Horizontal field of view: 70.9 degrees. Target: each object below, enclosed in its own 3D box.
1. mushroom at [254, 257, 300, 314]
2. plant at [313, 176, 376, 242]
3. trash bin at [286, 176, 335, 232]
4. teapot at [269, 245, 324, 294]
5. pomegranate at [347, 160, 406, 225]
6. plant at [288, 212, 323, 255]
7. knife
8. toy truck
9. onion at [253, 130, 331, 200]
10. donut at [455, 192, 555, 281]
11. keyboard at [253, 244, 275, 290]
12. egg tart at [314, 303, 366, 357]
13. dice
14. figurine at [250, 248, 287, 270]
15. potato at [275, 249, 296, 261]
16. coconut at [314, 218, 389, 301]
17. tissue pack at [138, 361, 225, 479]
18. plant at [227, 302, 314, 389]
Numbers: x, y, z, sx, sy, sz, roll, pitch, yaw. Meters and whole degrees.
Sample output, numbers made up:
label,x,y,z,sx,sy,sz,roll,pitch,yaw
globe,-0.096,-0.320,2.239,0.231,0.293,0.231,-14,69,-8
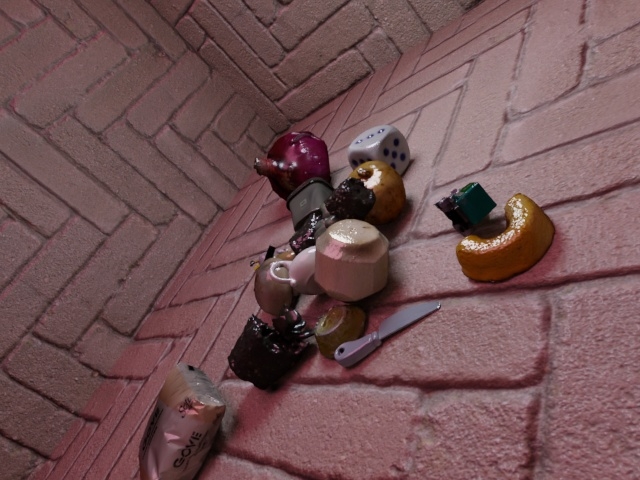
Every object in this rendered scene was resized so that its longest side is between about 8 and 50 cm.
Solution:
label,x,y,z,sx,sy,sz,roll,pitch,yaw
mushroom,-0.168,0.178,1.761,0.178,0.226,0.226,-7,9,-25
plant,0.064,-0.090,1.541,0.146,0.149,0.274,-26,-16,-43
trash bin,-0.021,-0.116,1.962,0.220,0.219,0.250,-39,31,20
teapot,-0.029,0.100,1.590,0.139,0.298,0.204,-121,32,-40
pomegranate,0.199,-0.176,1.650,0.248,0.248,0.248,-37,25,20
plant,0.000,0.000,1.759,0.234,0.178,0.204,-39,20,7
knife,0.181,0.247,1.245,0.331,0.044,0.080,-34,22,12
toy truck,0.398,-0.092,1.245,0.124,0.114,0.253,-40,-1,13
onion,-0.165,-0.361,2.314,0.420,0.398,0.398,-20,1,-43
donut,0.468,0.001,1.103,0.259,0.101,0.152,-41,29,0
keyboard,-0.230,0.117,1.857,0.010,0.064,0.198,17,86,21
egg tart,0.052,0.262,1.379,0.197,0.078,0.197,-35,24,18
dice,0.244,-0.354,1.874,0.192,0.194,0.193,-46,33,-22
figurine,-0.209,0.100,2.042,0.229,0.112,0.137,-5,53,38
potato,-0.133,0.103,1.888,0.178,0.118,0.109,-30,9,26
coconut,0.099,0.079,1.410,0.237,0.238,0.265,-90,4,-58
tissue pack,-0.476,0.642,1.516,0.390,0.195,0.375,7,69,62
plant,-0.162,0.333,1.469,0.276,0.188,0.199,-49,18,-1
